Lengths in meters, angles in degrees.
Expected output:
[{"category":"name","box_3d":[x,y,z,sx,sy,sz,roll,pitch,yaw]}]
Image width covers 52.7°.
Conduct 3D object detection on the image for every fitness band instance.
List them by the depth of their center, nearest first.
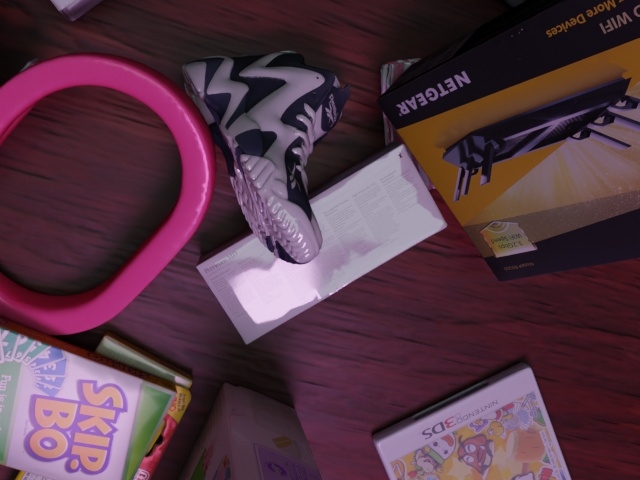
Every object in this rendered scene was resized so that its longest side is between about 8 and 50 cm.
[{"category":"fitness band","box_3d":[-0.228,-0.038,0.594,0.209,0.054,0.291,41,106,-16]}]

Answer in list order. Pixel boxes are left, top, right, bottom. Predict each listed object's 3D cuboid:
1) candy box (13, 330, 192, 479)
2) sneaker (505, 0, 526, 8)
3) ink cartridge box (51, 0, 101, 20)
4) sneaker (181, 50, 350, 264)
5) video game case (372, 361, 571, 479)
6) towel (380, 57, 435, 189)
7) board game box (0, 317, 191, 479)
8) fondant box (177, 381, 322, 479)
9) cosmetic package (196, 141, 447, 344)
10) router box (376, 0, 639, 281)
[{"category":"candy box","box_3d":[-0.233,0.208,0.678,0.105,0.027,0.206,32,90,-13]},{"category":"sneaker","box_3d":[0.184,-0.369,0.609,0.321,0.180,0.124,44,87,-13]},{"category":"ink cartridge box","box_3d":[-0.238,-0.297,0.594,0.109,0.063,0.150,-38,103,-5]},{"category":"sneaker","box_3d":[-0.020,-0.098,0.618,0.153,0.094,0.235,-23,59,-17]},{"category":"video game case","box_3d":[0.195,0.289,0.776,0.206,0.026,0.227,-24,101,-7]},{"category":"towel","box_3d":[0.166,-0.134,0.714,0.196,0.029,0.144,-9,100,-10]},{"category":"board game box","box_3d":[-0.263,0.160,0.623,0.259,0.039,0.124,27,90,-24]},{"category":"fondant box","box_3d":[-0.115,0.333,0.610,0.096,0.238,0.330,24,92,-13]},{"category":"cosmetic package","box_3d":[0.000,0.000,0.671,0.239,0.060,0.099,-30,104,1]},{"category":"router box","box_3d":[0.235,-0.098,0.570,0.243,0.308,0.081,52,53,-15]}]
